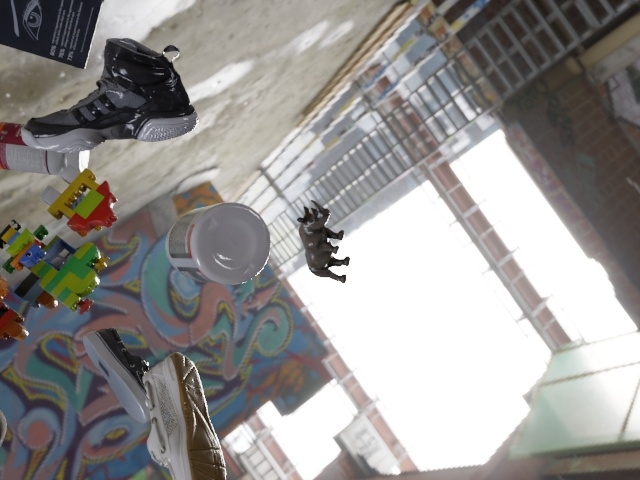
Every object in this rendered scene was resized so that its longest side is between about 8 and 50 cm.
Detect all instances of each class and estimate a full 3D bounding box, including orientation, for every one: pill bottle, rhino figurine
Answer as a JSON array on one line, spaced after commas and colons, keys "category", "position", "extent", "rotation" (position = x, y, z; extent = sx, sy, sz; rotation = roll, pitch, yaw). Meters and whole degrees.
[{"category": "pill bottle", "position": [-0.711, -0.230, 1.826], "extent": [0.221, 0.121, 0.121], "rotation": [6, 175, -4]}, {"category": "pill bottle", "position": [-0.224, 0.008, 1.497], "extent": [0.161, 0.161, 0.283], "rotation": [-35, -167, -21]}, {"category": "rhino figurine", "position": [0.000, 0.000, 1.713], "extent": [0.106, 0.243, 0.073], "rotation": [8, -134, 23]}]

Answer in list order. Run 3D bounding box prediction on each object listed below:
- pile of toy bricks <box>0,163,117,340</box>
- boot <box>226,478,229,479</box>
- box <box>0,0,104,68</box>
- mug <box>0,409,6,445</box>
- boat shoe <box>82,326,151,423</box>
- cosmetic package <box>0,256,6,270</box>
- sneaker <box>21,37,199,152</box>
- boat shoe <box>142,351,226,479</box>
[{"category": "pile of toy bricks", "position": [-0.285, 0.036, 0.780], "extent": [0.212, 0.105, 0.118], "rotation": [-53, 165, -16]}, {"category": "boot", "position": [-0.188, 0.643, 1.613], "extent": [0.178, 0.236, 0.085], "rotation": [-31, 137, -62]}, {"category": "box", "position": [-0.531, -0.444, 1.374], "extent": [0.153, 0.207, 0.108], "rotation": [-60, -153, 33]}, {"category": "mug", "position": [-0.348, 0.194, 0.730], "extent": [0.064, 0.062, 0.078], "rotation": [122, -19, -55]}, {"category": "boat shoe", "position": [-0.356, 0.240, 1.332], "extent": [0.076, 0.228, 0.080], "rotation": [-24, 136, -34]}, {"category": "cosmetic package", "position": [-0.864, 0.072, 1.439], "extent": [0.217, 0.156, 0.385], "rotation": [-52, 161, 10]}, {"category": "sneaker", "position": [-0.324, -0.221, 1.076], "extent": [0.268, 0.153, 0.101], "rotation": [-6, -159, 2]}, {"category": "boat shoe", "position": [-0.224, 0.317, 1.136], "extent": [0.096, 0.277, 0.098], "rotation": [-29, 143, 11]}]
